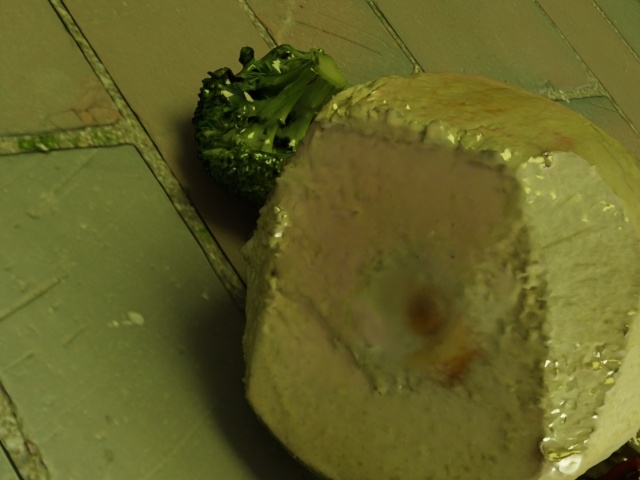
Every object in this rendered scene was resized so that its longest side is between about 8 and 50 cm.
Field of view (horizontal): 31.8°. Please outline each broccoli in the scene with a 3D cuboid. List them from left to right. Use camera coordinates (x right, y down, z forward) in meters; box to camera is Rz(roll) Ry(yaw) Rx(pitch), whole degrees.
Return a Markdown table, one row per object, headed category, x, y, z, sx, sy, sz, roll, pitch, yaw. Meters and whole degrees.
| category | x | y | z | sx | sy | sz | roll | pitch | yaw |
| --- | --- | --- | --- | --- | --- | --- | --- | --- | --- |
| broccoli | -0.038 | -0.124 | 1.209 | 0.198 | 0.176 | 0.226 | 42 | 8 | 17 |

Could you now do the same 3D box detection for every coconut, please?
| category | x | y | z | sx | sy | sz | roll | pitch | yaw |
| --- | --- | --- | --- | --- | --- | --- | --- | --- | --- |
| coconut | 0.141 | 0.043 | 1.033 | 0.405 | 0.404 | 0.404 | 30 | 36 | -25 |

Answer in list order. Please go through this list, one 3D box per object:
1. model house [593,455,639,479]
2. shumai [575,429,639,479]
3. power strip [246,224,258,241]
| category | x | y | z | sx | sy | sz | roll | pitch | yaw |
| --- | --- | --- | --- | --- | --- | --- | --- | --- | --- |
| model house | 0.322 | 0.363 | 1.080 | 0.254 | 0.196 | 0.160 | 38 | 32 | -15 |
| shumai | 0.293 | 0.240 | 1.182 | 0.206 | 0.175 | 0.166 | 28 | 14 | -14 |
| power strip | 0.000 | 0.000 | 1.250 | 0.080 | 0.029 | 0.227 | 53 | 33 | 12 |
